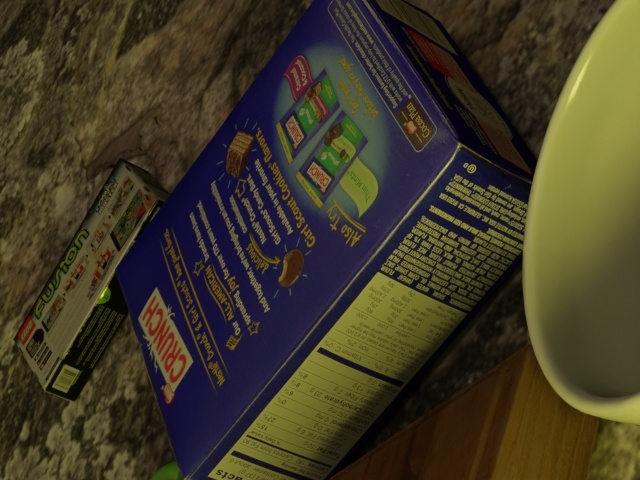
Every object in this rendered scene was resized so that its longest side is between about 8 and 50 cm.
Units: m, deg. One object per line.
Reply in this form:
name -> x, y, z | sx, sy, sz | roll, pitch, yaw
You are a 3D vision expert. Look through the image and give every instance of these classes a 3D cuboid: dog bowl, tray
dog bowl -> 0.219, -0.023, 1.014 | 0.265, 0.104, 0.265 | -166, 90, -71
tray -> 0.032, 0.247, 1.032 | 0.203, 0.076, 0.411 | -38, 15, 34

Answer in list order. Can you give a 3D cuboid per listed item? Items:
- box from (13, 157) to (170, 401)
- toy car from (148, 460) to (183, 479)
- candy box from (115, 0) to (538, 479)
box -> -0.207, 0.035, 1.714 | 0.207, 0.036, 0.114 | -58, 32, 8
toy car -> -0.123, 0.264, 1.412 | 0.239, 0.053, 0.225 | -37, 40, 35
candy box -> 0.000, 0.000, 1.362 | 0.317, 0.122, 0.268 | -50, 35, 18
